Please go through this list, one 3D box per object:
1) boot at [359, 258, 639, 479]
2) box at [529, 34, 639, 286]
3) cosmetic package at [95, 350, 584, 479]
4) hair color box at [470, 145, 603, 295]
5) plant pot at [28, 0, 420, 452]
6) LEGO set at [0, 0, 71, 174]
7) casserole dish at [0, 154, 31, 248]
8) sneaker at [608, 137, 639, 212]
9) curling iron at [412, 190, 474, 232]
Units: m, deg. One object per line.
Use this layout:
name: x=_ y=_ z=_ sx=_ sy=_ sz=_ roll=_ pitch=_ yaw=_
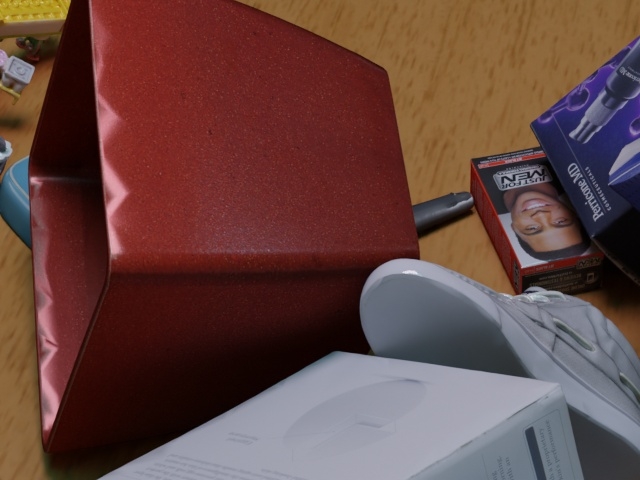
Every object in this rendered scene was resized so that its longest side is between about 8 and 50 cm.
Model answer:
boot: x=0.134 y=0.074 z=1.333 sx=0.095 sy=0.258 sz=0.123 roll=-38 pitch=23 yaw=30
box: x=0.293 y=-0.083 z=1.482 sx=0.207 sy=0.108 sz=0.153 roll=-40 pitch=40 yaw=16
cosmetic package: x=0.013 y=0.182 z=1.177 sx=0.225 sy=0.138 sz=0.224 roll=-24 pitch=17 yaw=-34
hair color box: x=0.175 y=-0.015 z=1.534 sx=0.072 sy=0.043 sz=0.141 roll=-11 pitch=43 yaw=-9
plant pot: x=-0.073 y=-0.017 z=1.376 sx=0.236 sy=0.267 sz=0.267 roll=2 pitch=57 yaw=-17
LEGO set: x=-0.295 y=-0.154 z=1.710 sx=0.132 sy=0.107 sz=0.287 roll=36 pitch=41 yaw=-5
casserole dish: x=-0.198 y=-0.030 z=1.584 sx=0.114 sy=0.037 sz=0.188 roll=-26 pitch=46 yaw=-24
sneaker: x=0.343 y=0.051 z=1.327 sx=0.315 sy=0.127 sz=0.182 roll=32 pitch=61 yaw=-11
curling iron: x=0.000 y=0.000 z=1.535 sx=0.274 sy=0.035 sz=0.068 roll=-17 pitch=44 yaw=-14
